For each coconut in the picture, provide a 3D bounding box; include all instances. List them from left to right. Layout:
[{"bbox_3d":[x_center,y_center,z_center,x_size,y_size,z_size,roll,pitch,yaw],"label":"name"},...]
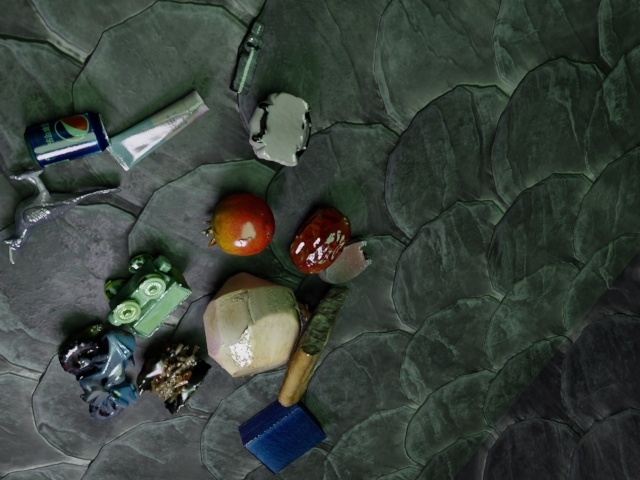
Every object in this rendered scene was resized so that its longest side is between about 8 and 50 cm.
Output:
[{"bbox_3d":[-0.235,0.279,1.908,0.352,0.352,0.353,-11,120,-19],"label":"coconut"}]

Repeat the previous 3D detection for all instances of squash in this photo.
[{"bbox_3d":[-0.794,0.332,1.824,0.183,0.052,0.052,-41,125,2],"label":"squash"}]

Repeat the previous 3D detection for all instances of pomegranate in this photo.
[{"bbox_3d":[-0.259,-0.046,1.779,0.235,0.210,0.210,-14,125,12],"label":"pomegranate"}]

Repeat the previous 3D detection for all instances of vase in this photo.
[{"bbox_3d":[-0.210,-0.536,1.622,0.059,0.060,0.212,11,110,-29],"label":"vase"}]

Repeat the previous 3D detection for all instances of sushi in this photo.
[{"bbox_3d":[-0.517,0.470,1.942,0.218,0.225,0.239,31,61,-9],"label":"sushi"}]

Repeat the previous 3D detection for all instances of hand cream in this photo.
[{"bbox_3d":[-0.473,-0.326,1.611,0.312,0.070,0.111,-35,129,0],"label":"hand cream"}]

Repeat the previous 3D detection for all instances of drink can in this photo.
[{"bbox_3d":[-0.684,-0.277,1.507,0.204,0.118,0.118,-19,123,-16],"label":"drink can"}]

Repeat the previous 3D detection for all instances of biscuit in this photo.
[{"bbox_3d":[-0.039,0.390,2.027,0.104,0.429,0.446,25,131,3],"label":"biscuit"}]

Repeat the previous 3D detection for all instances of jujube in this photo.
[{"bbox_3d":[0.000,0.000,1.942,0.174,0.174,0.250,33,105,-34],"label":"jujube"}]

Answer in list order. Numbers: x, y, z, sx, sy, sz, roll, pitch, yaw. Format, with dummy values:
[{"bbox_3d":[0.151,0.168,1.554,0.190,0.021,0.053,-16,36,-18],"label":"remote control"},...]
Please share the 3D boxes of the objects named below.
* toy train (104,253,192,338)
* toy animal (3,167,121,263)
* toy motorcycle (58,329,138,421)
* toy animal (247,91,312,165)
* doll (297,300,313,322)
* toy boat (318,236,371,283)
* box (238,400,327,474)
[{"bbox_3d":[-0.562,0.174,1.789,0.272,0.159,0.188,-47,135,4],"label":"toy train"},{"bbox_3d":[-0.781,-0.118,1.573,0.367,0.081,0.206,-37,122,-12],"label":"toy animal"},{"bbox_3d":[-0.706,0.449,1.862,0.232,0.172,0.416,-28,135,-26],"label":"toy motorcycle"},{"bbox_3d":[-0.130,-0.342,1.708,0.204,0.156,0.208,10,95,-25],"label":"toy animal"},{"bbox_3d":[-0.060,0.273,2.134,0.061,0.051,0.093,-52,134,-27],"label":"doll"},{"bbox_3d":[0.082,0.074,2.088,0.227,0.085,0.155,-29,123,-22],"label":"toy boat"},{"bbox_3d":[-0.158,0.812,2.338,0.279,0.116,0.261,-35,126,-5],"label":"box"}]
